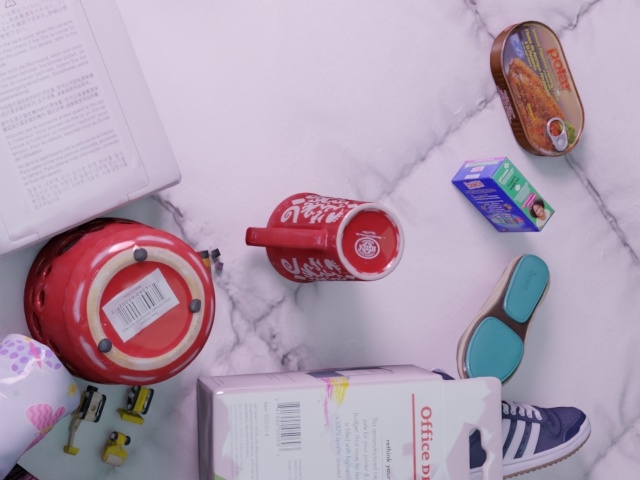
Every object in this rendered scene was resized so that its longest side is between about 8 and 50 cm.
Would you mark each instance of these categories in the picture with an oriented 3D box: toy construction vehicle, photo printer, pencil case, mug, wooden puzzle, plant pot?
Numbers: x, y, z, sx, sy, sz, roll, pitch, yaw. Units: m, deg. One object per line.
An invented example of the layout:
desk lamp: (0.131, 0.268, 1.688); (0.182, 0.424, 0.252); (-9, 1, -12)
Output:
toy construction vehicle: (-0.248, 0.207, 1.573); (0.086, 0.035, 0.098); (20, 85, -38)
photo printer: (-0.316, -0.161, 1.478); (0.256, 0.107, 0.308); (-26, 103, -25)
pencil case: (-0.373, 0.222, 1.423); (0.113, 0.124, 0.273); (33, 56, 12)
mug: (0.005, 0.008, 1.618); (0.150, 0.169, 0.113); (-29, 105, -24)
wooden puzzle: (-0.154, 0.039, 1.627); (0.083, 0.006, 0.049); (-10, 96, -27)
plant pot: (-0.216, 0.072, 1.500); (0.191, 0.174, 0.191); (-2, 95, -26)

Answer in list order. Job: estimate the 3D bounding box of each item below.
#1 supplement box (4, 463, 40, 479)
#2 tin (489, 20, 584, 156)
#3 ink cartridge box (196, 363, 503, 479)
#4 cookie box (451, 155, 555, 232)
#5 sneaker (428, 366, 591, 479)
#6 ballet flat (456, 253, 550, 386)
supplement box: (-0.294, 0.322, 1.431); (0.073, 0.239, 0.130); (-33, 106, -23)
tin: (0.294, -0.204, 1.839); (0.106, 0.040, 0.190); (-26, 104, -20)
ink cartridge box: (0.036, 0.260, 1.633); (0.353, 0.119, 0.207); (-1, 93, -14)
cookie box: (0.239, -0.059, 1.784); (0.107, 0.092, 0.040); (44, 70, -22)
sneaker: (0.229, 0.228, 1.784); (0.282, 0.099, 0.153); (-15, 101, -23)
ballet flat: (0.229, 0.118, 1.761); (0.086, 0.086, 0.248); (54, 49, -19)
